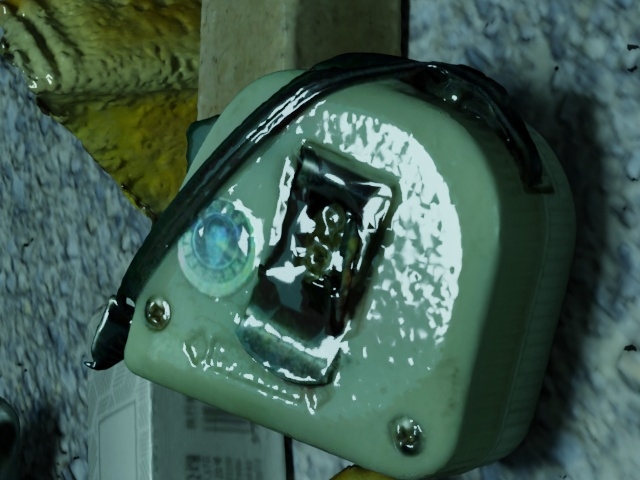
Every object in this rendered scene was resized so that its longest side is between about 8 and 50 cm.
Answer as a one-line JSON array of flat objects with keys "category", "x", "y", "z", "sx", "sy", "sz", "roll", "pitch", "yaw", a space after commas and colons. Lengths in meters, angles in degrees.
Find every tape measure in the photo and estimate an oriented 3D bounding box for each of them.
[{"category": "tape measure", "x": 0.000, "y": 0.000, "z": 0.967, "sx": 0.235, "sy": 0.115, "sz": 0.207, "roll": 18, "pitch": 103, "yaw": 31}]

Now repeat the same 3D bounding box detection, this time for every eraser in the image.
[{"category": "eraser", "x": -0.074, "y": 0.231, "z": 1.131, "sx": 0.096, "sy": 0.098, "sz": 0.403, "roll": -30, "pitch": 57, "yaw": 54}]

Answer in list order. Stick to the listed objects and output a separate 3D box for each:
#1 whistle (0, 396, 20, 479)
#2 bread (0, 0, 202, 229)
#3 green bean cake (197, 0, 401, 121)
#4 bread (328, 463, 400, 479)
[{"category": "whistle", "x": -0.314, "y": 0.307, "z": 1.454, "sx": 0.168, "sy": 0.188, "sz": 0.404, "roll": 39, "pitch": 132, "yaw": 52}, {"category": "bread", "x": -0.140, "y": -0.086, "z": 1.283, "sx": 0.140, "sy": 0.169, "sz": 0.160, "roll": -121, "pitch": 33, "yaw": -44}, {"category": "green bean cake", "x": -0.013, "y": -0.102, "z": 1.117, "sx": 0.109, "sy": 0.085, "sz": 0.179, "roll": -11, "pitch": 75, "yaw": 58}, {"category": "bread", "x": 0.036, "y": 0.210, "z": 0.996, "sx": 0.149, "sy": 0.065, "sz": 0.187, "roll": 14, "pitch": 93, "yaw": 48}]
